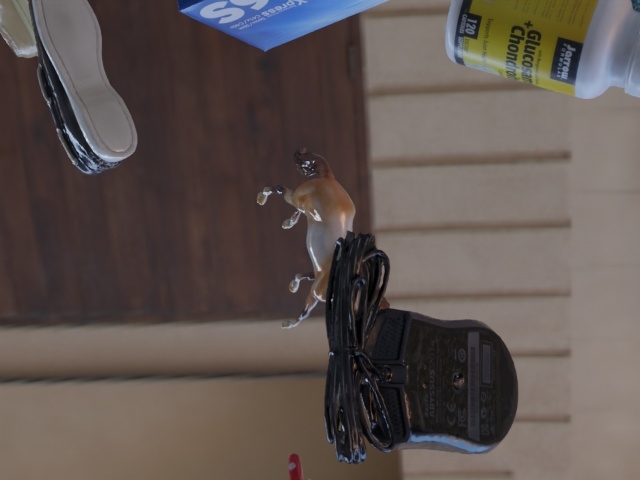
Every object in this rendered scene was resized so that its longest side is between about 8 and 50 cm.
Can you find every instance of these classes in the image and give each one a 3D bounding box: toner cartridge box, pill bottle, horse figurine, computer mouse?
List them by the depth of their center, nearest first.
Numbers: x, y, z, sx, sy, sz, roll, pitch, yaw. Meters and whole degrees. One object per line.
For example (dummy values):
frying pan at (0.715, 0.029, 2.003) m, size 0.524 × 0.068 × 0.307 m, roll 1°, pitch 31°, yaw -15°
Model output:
computer mouse at (0.076, 0.112, 1.185) m, size 0.072 × 0.188 × 0.272 m, roll -8°, pitch 160°, yaw 36°
pill bottle at (0.210, -0.184, 1.218) m, size 0.184 × 0.103 × 0.103 m, roll 18°, pitch -152°, yaw 17°
toner cartridge box at (0.024, -0.316, 1.510) m, size 0.348 × 0.075 × 0.165 m, roll -18°, pitch 162°, yaw 32°
horse figurine at (0.000, 0.000, 1.736) m, size 0.066 × 0.263 × 0.174 m, roll -3°, pitch 170°, yaw -39°

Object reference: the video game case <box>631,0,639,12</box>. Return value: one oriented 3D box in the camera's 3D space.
video game case at (0.310, -0.301, 1.477) m, size 0.019 × 0.157 × 0.143 m, roll -4°, pitch 174°, yaw -33°

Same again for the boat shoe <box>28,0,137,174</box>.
boat shoe at (-0.149, -0.100, 0.825) m, size 0.038 × 0.125 × 0.046 m, roll -27°, pitch 176°, yaw 41°

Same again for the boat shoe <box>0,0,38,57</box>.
boat shoe at (-0.402, -0.301, 1.505) m, size 0.089 × 0.285 × 0.104 m, roll -41°, pitch -146°, yaw -8°

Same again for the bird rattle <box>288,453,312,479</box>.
bird rattle at (0.051, 0.311, 1.248) m, size 0.253 × 0.207 × 0.143 m, roll 5°, pitch -123°, yaw 46°
